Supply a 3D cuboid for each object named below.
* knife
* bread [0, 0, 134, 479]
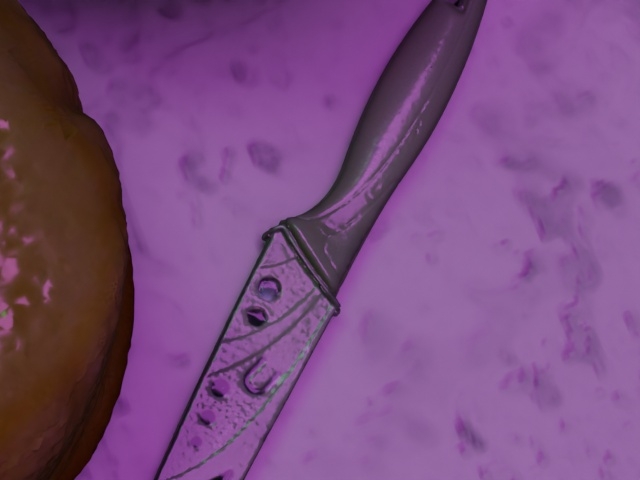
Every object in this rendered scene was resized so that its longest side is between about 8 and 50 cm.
[{"bbox_3d":[0.000,0.000,0.637,0.043,0.020,0.293,29,75,-7],"label":"knife"},{"bbox_3d":[-0.193,0.007,0.530,0.270,0.148,0.269,4,74,-14],"label":"bread"}]
